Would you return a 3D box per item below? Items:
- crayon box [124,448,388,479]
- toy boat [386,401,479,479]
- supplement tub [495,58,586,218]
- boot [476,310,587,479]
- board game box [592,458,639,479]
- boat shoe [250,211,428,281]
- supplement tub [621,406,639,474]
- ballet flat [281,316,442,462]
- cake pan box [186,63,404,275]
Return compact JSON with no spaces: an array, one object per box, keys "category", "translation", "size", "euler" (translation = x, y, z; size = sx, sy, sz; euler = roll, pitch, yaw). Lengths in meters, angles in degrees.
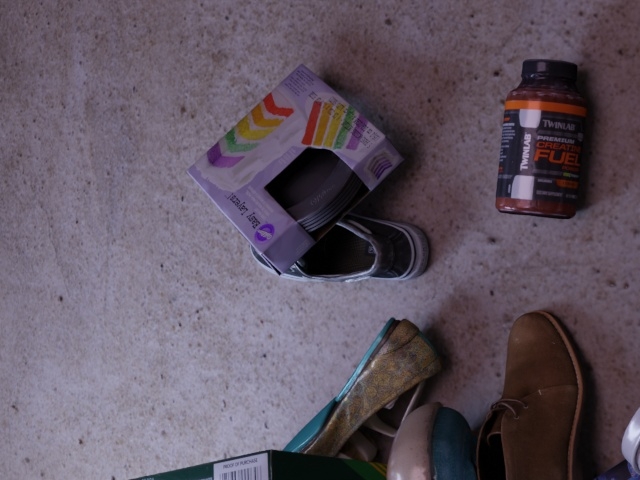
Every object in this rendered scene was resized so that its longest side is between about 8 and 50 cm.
[{"category":"crayon box","translation":[-0.073,0.375,1.979],"size":[0.363,0.313,0.106],"euler":[-19,67,42]},{"category":"toy boat","translation":[0.180,0.365,1.832],"size":[0.148,0.267,0.318],"euler":[-8,98,11]},{"category":"supplement tub","translation":[0.282,-0.129,1.818],"size":[0.106,0.106,0.197],"euler":[6,92,45]},{"category":"boot","translation":[0.256,0.215,1.777],"size":[0.112,0.115,0.305],"euler":[-34,44,45]},{"category":"board game box","translation":[0.357,0.367,1.737],"size":[0.194,0.060,0.194],"euler":[-27,68,42]},{"category":"boat shoe","translation":[0.000,0.000,2.078],"size":[0.335,0.119,0.121],"euler":[0,87,45]},{"category":"supplement tub","translation":[0.476,0.271,1.533],"size":[0.272,0.191,0.191],"euler":[49,120,36]},{"category":"ballet flat","translation":[0.053,0.255,2.023],"size":[0.348,0.123,0.123],"euler":[-53,53,31]},{"category":"cake pan box","translation":[-0.039,-0.105,2.064],"size":[0.246,0.070,0.267],"euler":[-44,44,1]}]
